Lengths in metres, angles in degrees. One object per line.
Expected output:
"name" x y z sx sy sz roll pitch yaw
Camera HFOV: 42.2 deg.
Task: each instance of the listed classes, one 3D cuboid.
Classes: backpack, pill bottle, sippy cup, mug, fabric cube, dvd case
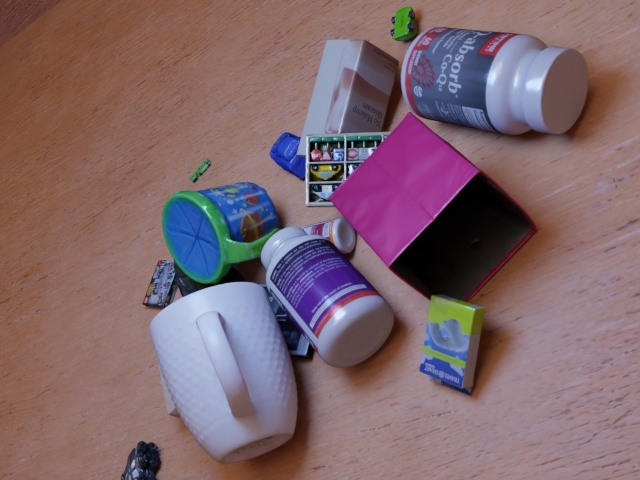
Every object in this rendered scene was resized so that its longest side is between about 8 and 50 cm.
"backpack" -0.075 -0.234 2.163 0.098 0.101 0.120 -50 40 -6
"pill bottle" 0.000 0.000 1.963 0.152 0.086 0.086 -12 58 35
"sippy cup" -0.236 -0.039 2.061 0.305 0.224 0.240 50 137 15
"mug" -0.193 0.278 1.753 0.276 0.374 0.328 -20 67 -8
"pill bottle" 0.003 0.111 1.799 0.181 0.181 0.323 -47 52 7
"fabric cube" 0.225 -0.054 1.688 0.259 0.254 0.258 -47 42 8
"dvd case" -0.095 0.187 1.968 0.239 0.030 0.179 -2 63 39
"pill bottle" 0.367 -0.340 1.775 0.363 0.210 0.210 20 78 45

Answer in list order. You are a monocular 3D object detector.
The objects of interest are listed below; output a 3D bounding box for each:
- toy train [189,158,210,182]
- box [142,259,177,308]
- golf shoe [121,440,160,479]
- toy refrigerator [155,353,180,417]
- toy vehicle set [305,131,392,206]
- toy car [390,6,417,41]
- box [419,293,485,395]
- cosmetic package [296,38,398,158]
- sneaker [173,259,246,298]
"toy train" -0.352 -0.204 2.436 0.083 0.017 0.023 -46 54 8
"box" -0.433 0.121 2.294 0.094 0.027 0.137 -1 64 41
"golf shoe" -0.433 0.584 1.985 0.094 0.077 0.198 -36 39 33
"toy refrigerator" -0.334 0.303 2.054 0.102 0.094 0.269 -43 44 20
"toy vehicle set" 0.100 -0.161 1.886 0.267 0.035 0.165 -1 85 7
"toy car" 0.214 -0.496 2.114 0.239 0.053 0.224 -11 57 34
"box" 0.252 0.203 1.603 0.109 0.042 0.178 16 102 44
"cosmetic package" 0.068 -0.323 2.017 0.129 0.153 0.296 12 87 43
"sneaker" -0.283 0.119 2.136 0.228 0.130 0.087 24 37 19
